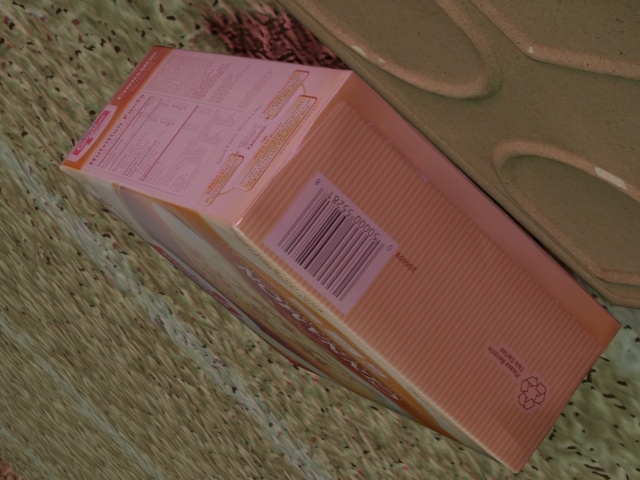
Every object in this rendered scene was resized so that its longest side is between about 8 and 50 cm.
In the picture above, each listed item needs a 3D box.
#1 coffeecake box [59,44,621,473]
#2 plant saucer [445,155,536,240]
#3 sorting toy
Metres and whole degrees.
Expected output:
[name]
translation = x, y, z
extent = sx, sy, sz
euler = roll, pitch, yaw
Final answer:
[coffeecake box]
translation = 0.000, 0.000, 0.690
extent = 0.142, 0.068, 0.185
euler = 41, 170, -25
[plant saucer]
translation = 0.047, -0.028, 0.669
extent = 0.083, 0.013, 0.083
euler = 38, 161, 16
[sorting toy]
translation = 0.044, -0.071, 0.479
extent = 0.307, 0.041, 0.229
euler = 40, 169, -25
